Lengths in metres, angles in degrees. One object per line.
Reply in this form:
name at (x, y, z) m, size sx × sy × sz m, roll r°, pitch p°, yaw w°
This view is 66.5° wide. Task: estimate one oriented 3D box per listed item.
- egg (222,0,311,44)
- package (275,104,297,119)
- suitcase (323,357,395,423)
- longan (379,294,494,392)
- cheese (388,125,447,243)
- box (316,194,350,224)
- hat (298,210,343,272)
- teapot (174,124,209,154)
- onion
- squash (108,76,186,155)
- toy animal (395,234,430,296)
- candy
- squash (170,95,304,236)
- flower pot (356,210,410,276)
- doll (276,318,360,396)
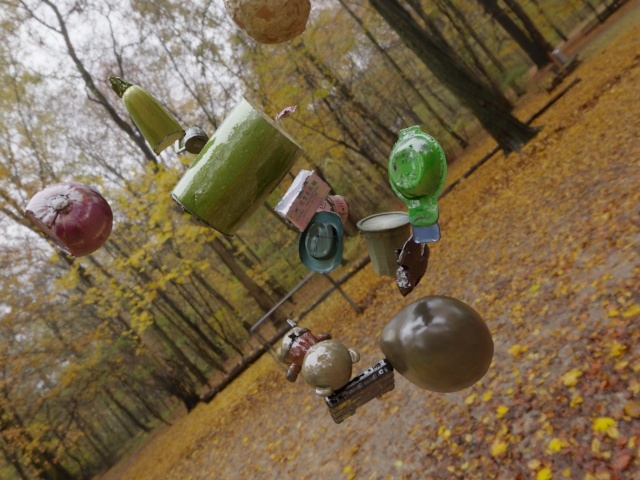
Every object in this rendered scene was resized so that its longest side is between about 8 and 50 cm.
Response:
egg at (-0.137, -0.601, 1.232) m, size 0.195 × 0.233 × 0.195 m, roll -164°, pitch 90°, yaw -74°
package at (-0.125, -0.467, 1.785) m, size 0.083 × 0.029 × 0.059 m, roll -18°, pitch 32°, yaw 17°
suitcase at (0.155, 0.578, 1.867) m, size 0.285 × 0.066 × 0.206 m, roll -29°, pitch -37°, yaw -12°
longan at (0.412, 0.364, 1.736) m, size 0.404 × 0.403 × 0.337 m, roll 137°, pitch 140°, yaw -73°
cheese at (0.270, -0.152, 1.350) m, size 0.083 × 0.321 × 0.203 m, roll -14°, pitch 5°, yaw -40°
box at (0.027, -0.105, 1.835) m, size 0.135 × 0.151 × 0.151 m, roll -10°, pitch -25°, yaw -47°
hat at (0.000, 0.000, 1.443) m, size 0.138 × 0.191 × 0.078 m, roll 3°, pitch -6°, yaw 16°
teapot at (-0.473, -0.375, 1.787) m, size 0.124 × 0.091 × 0.092 m, roll -9°, pitch -35°, yaw -17°
onion at (-0.655, -0.066, 1.305) m, size 0.200 × 0.207 × 0.201 m, roll -25°, pitch -54°, yaw -39°
squash at (-0.563, -0.420, 1.595) m, size 0.137 × 0.288 × 0.137 m, roll -21°, pitch 34°, yaw 15°
toy animal at (0.297, 0.093, 1.552) m, size 0.219 × 0.116 × 0.180 m, roll 82°, pitch -170°, yaw -45°
candy at (-0.053, -0.118, 1.397) m, size 0.073 × 0.092 × 0.160 m, roll 21°, pitch 75°, yaw 52°
squash at (-0.261, -0.220, 1.553) m, size 0.384 × 0.263 × 0.263 m, roll -50°, pitch -2°, yaw 9°
flower pot at (0.249, 0.013, 1.815) m, size 0.212 × 0.203 × 0.212 m, roll -8°, pitch 21°, yaw 3°
doll at (-0.024, 0.428, 1.821) m, size 0.235 × 0.329 × 0.174 m, roll -43°, pitch -40°, yaw -29°
